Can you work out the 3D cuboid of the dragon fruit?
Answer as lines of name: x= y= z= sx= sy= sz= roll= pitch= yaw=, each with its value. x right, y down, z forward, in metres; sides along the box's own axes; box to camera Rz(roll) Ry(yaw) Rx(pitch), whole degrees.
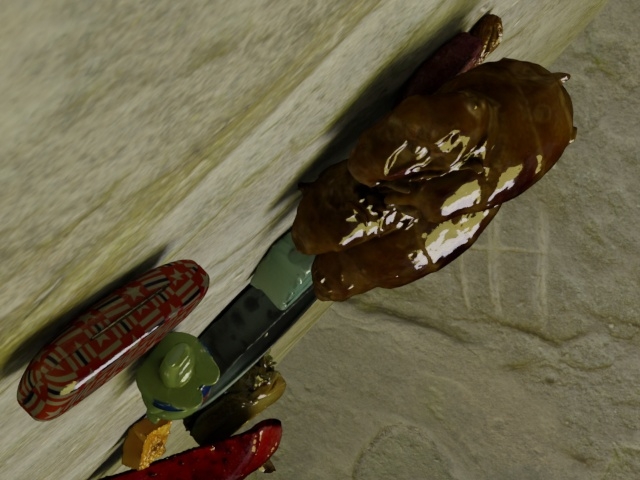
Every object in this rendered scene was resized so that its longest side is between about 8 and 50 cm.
dragon fruit: x=-0.203 y=0.399 z=1.792 sx=0.344 sy=0.100 sz=0.282 roll=-21 pitch=170 yaw=9

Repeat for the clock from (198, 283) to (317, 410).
clock: x=-0.099 y=0.128 z=1.587 sx=0.325 sy=0.067 sz=0.325 roll=-45 pitch=174 yaw=-6

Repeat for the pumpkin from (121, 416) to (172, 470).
pumpkin: x=-0.278 y=0.313 z=1.649 sx=0.074 sy=0.054 sz=0.083 roll=-27 pitch=142 yaw=-53

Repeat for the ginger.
ginger: x=0.111 y=-0.055 z=1.160 sx=0.274 sy=0.152 sz=0.357 roll=-24 pitch=163 yaw=-46

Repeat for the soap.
soap: x=0.000 y=0.000 z=1.414 sx=0.198 sy=0.063 sz=0.114 roll=-41 pitch=171 yaw=-41

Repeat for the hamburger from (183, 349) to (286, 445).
hamburger: x=-0.167 y=0.276 z=1.862 sx=0.215 sy=0.122 sz=0.189 roll=-40 pitch=171 yaw=7

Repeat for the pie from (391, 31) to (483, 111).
pie: x=0.134 y=-0.185 z=1.230 sx=0.154 sy=0.036 sz=0.154 roll=-45 pitch=174 yaw=-6

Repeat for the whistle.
whistle: x=-0.165 y=0.157 z=1.214 sx=0.105 sy=0.085 sz=0.227 roll=-54 pitch=177 yaw=-20

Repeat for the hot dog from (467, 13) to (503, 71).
hot dog: x=0.197 y=-0.242 z=1.292 sx=0.058 sy=0.035 sz=0.083 roll=-45 pitch=176 yaw=-46

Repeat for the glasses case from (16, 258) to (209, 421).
glasses case: x=-0.163 y=0.072 z=0.813 sx=0.073 sy=0.049 sz=0.194 roll=-49 pitch=174 yaw=39
